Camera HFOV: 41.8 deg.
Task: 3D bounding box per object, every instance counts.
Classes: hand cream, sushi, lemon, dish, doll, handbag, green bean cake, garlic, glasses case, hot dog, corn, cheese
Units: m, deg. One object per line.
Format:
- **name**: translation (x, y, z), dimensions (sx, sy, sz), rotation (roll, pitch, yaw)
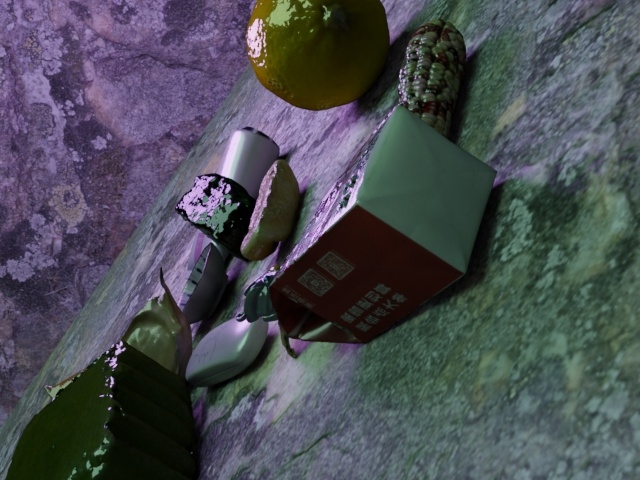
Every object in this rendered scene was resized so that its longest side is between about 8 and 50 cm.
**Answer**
- **hand cream**: translation (-0.206, -0.076, 1.861), dimensions (0.185, 0.118, 0.358), rotation (1, 65, 61)
- **sushi**: translation (-0.194, -0.057, 1.692), dimensions (0.127, 0.124, 0.225), rotation (-53, 42, -2)
- **lemon**: translation (-0.004, -0.373, 1.561), dimensions (0.293, 0.293, 0.293), rotation (-49, 19, 24)
- **dish**: translation (-0.229, 0.099, 1.665), dimensions (0.190, 0.066, 0.190), rotation (-58, 14, 24)
- **doll**: translation (-0.037, 0.056, 1.178), dimensions (0.195, 0.062, 0.104), rotation (-35, 54, -7)
- **handbag**: translation (0.057, 0.004, 0.983), dimensions (0.298, 0.151, 0.171), rotation (-46, 16, 52)
- **green bean cake**: translation (-0.336, 0.369, 1.300), dimensions (0.319, 0.218, 0.335), rotation (-42, 28, 19)
- **garlic**: translation (-0.325, 0.230, 1.512), dimensions (0.338, 0.196, 0.151), rotation (-45, 24, 10)
- **glasses case**: translation (-0.154, 0.179, 1.353), dimensions (0.233, 0.059, 0.092), rotation (-29, 31, 54)
- **hot dog**: translation (-0.084, -0.051, 1.539), dimensions (0.084, 0.073, 0.242), rotation (-47, 20, 36)
- **corn**: translation (0.151, -0.200, 1.158), dimensions (0.092, 0.092, 0.280), rotation (-39, 28, 44)
- **cheese**: translation (-0.036, 0.125, 1.162), dimensions (0.084, 0.041, 0.060), rotation (-50, 19, 21)

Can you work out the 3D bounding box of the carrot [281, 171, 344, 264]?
- **carrot**: translation (0.000, 0.000, 1.258), dimensions (0.228, 0.069, 0.069), rotation (-59, 18, -7)
